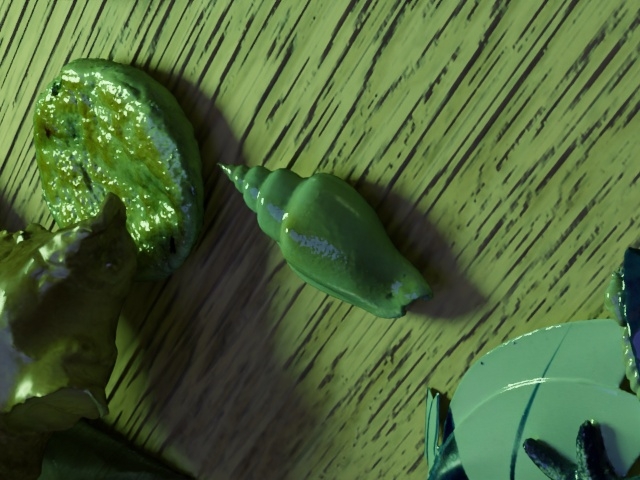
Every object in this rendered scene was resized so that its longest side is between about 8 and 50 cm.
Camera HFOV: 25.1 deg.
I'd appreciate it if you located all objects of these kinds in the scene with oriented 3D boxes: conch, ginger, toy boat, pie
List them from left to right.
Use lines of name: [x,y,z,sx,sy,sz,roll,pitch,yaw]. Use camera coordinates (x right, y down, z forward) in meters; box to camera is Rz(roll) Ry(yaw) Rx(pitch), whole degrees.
ginger: [-0.224,0.066,1.103,0.270,0.123,0.219,-47,52,12]
pie: [-0.156,-0.052,1.104,0.187,0.041,0.187,19,121,35]
conch: [-0.003,0.001,0.978,0.180,0.065,0.088,37,127,17]
toy boat: [0.176,0.140,0.882,0.291,0.070,0.210,-42,73,46]

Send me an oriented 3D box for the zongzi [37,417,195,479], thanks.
zongzi: [-0.295,0.231,1.301,0.360,0.160,0.323,15,145,1]
